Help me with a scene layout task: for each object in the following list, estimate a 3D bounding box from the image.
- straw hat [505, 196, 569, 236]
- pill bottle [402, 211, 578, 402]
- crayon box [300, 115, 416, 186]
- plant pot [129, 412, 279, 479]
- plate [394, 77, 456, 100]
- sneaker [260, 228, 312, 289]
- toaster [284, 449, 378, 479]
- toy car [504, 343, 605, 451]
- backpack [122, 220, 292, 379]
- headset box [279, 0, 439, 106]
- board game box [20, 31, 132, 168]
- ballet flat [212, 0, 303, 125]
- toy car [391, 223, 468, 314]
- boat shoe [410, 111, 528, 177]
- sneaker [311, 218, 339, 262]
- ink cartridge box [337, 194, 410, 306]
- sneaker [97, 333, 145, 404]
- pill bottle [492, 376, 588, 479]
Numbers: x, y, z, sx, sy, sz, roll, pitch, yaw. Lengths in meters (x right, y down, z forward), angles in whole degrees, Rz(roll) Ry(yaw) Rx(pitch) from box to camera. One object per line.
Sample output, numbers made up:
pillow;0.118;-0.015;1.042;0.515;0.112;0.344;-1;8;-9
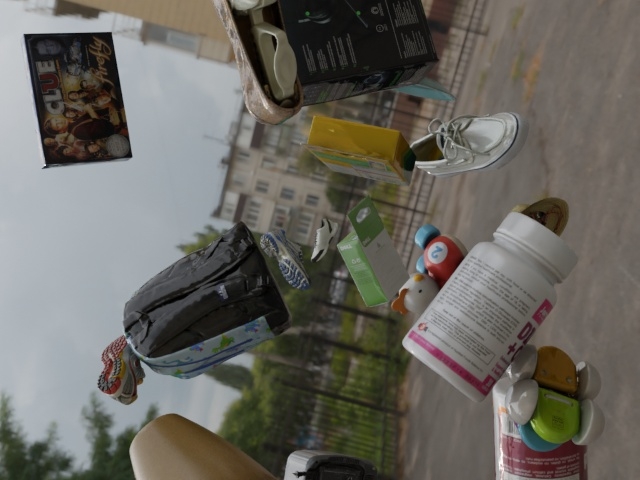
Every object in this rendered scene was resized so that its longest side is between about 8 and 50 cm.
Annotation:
straw hat;0.368;-0.033;1.513;0.061;0.144;0.144;50;135;45
pill bottle;0.276;0.104;1.361;0.283;0.160;0.160;-53;-2;-2
crayon box;0.096;-0.207;1.939;0.323;0.203;0.083;21;-98;-76
plant pot;-0.229;0.439;1.530;0.237;0.254;0.237;-32;-35;-26
plate;0.181;-0.311;1.678;0.188;0.188;0.024;-65;-11;-84
sneaker;-0.053;0.032;1.627;0.058;0.135;0.052;-33;-6;-37
toaster;0.011;0.559;1.974;0.146;0.227;0.129;-11;69;63
toy car;0.373;0.269;1.402;0.182;0.159;0.136;-76;7;-47
backpack;-0.276;0.169;1.952;0.290;0.355;0.273;60;166;28
headset box;0.028;-0.380;1.479;0.131;0.283;0.246;138;117;-74
board game box;-0.452;-0.262;1.569;0.042;0.165;0.243;-13;88;61
ballet flat;-0.089;-0.329;1.271;0.106;0.107;0.316;13;125;58
toy car;0.294;0.114;2.319;0.238;0.219;0.210;-31;-43;-22
boat shoe;0.333;-0.244;2.060;0.367;0.156;0.136;-9;70;60
sneaker;0.000;0.000;1.921;0.040;0.044;0.109;-18;44;64
ink cartridge box;0.102;0.022;1.789;0.109;0.062;0.209;-42;-71;-49
sneaker;-0.457;0.297;1.965;0.088;0.092;0.225;-31;29;16
pill bottle;0.537;0.540;2.058;0.224;0.224;0.392;-69;-24;-80
